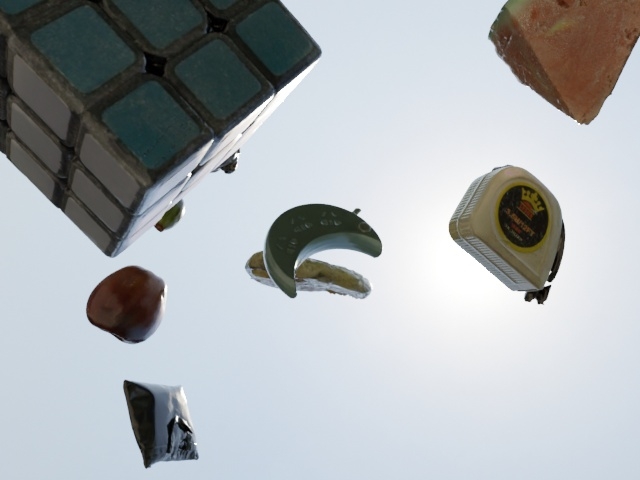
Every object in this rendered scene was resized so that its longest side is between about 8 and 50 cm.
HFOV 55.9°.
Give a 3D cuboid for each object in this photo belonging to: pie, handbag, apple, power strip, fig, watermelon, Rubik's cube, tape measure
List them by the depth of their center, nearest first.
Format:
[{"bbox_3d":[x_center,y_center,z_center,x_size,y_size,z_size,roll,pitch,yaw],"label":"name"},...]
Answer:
[{"bbox_3d":[-0.241,-0.207,0.760,0.305,0.301,0.303,-49,-170,-32],"label":"Rubik's cube"},{"bbox_3d":[-0.285,-0.054,1.099,0.074,0.074,0.088,-27,-137,26],"label":"fig"},{"bbox_3d":[0.478,-0.391,1.108,0.282,0.251,0.293,-6,-135,-5],"label":"watermelon"},{"bbox_3d":[0.000,0.000,1.122,0.167,0.253,0.054,47,-36,24],"label":"power strip"},{"bbox_3d":[-0.412,0.134,1.302,0.158,0.156,0.147,-62,-178,-19],"label":"apple"},{"bbox_3d":[0.434,-0.029,1.337,0.231,0.271,0.133,-55,-168,-19],"label":"tape measure"},{"bbox_3d":[-0.028,0.087,1.493,0.339,0.339,0.077,0,-105,39],"label":"pie"},{"bbox_3d":[-0.391,0.455,1.502,0.088,0.254,0.211,-25,-112,10],"label":"handbag"}]

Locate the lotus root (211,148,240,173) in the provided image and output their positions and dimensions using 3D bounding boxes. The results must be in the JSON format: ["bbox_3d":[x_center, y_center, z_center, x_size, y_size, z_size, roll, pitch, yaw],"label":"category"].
[{"bbox_3d":[-0.238,-0.187,1.124,0.108,0.190,0.095,-41,-131,32],"label":"lotus root"}]
